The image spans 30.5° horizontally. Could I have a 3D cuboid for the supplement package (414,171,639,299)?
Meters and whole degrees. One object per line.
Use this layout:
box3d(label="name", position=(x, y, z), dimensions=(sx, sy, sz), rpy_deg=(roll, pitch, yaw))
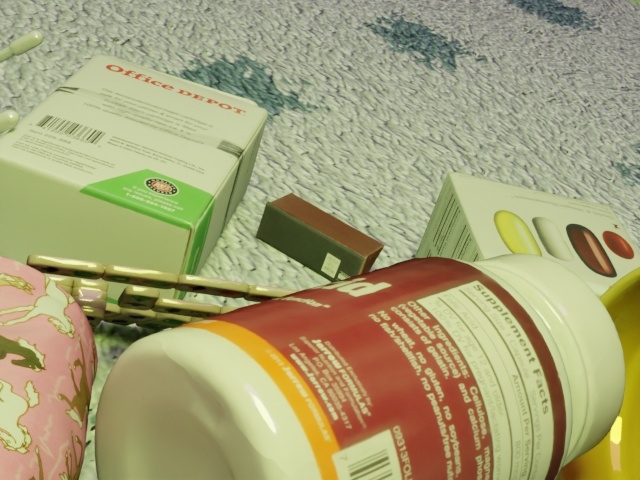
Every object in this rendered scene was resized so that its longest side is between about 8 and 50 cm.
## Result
box3d(label="supplement package", position=(0.215, 0.055, 1.199), dimensions=(0.194, 0.149, 0.203), rpy_deg=(10, 30, -13))

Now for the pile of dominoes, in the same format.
box3d(label="pile of dominoes", position=(-0.151, 0.067, 1.002), dimensions=(0.251, 0.196, 0.040), rpy_deg=(9, 73, -16))

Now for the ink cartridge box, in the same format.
box3d(label="ink cartridge box", position=(-0.194, -0.066, 1.207), dimensions=(0.211, 0.121, 0.289), rpy_deg=(19, 30, 3))

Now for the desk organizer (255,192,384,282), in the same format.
box3d(label="desk organizer", position=(0.000, 0.000, 1.280), dimensions=(0.130, 0.047, 0.050), rpy_deg=(30, 29, 20))

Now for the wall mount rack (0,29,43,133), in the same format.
box3d(label="wall mount rack", position=(-0.450, -0.141, 1.181), dimensions=(0.304, 0.130, 0.350), rpy_deg=(9, 31, -11))

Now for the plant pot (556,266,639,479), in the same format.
box3d(label="plant pot", position=(0.367, 0.169, 1.023), dimensions=(0.239, 0.254, 0.254), rpy_deg=(24, 26, -24))

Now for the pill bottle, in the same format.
box3d(label="pill bottle", position=(0.048, 0.135, 0.899), dimensions=(0.392, 0.224, 0.224), rpy_deg=(-14, 42, -43))

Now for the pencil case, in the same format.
box3d(label="pencil case", position=(-0.243, 0.145, 0.736), dimensions=(0.167, 0.160, 0.386), rpy_deg=(-19, 22, 3))
